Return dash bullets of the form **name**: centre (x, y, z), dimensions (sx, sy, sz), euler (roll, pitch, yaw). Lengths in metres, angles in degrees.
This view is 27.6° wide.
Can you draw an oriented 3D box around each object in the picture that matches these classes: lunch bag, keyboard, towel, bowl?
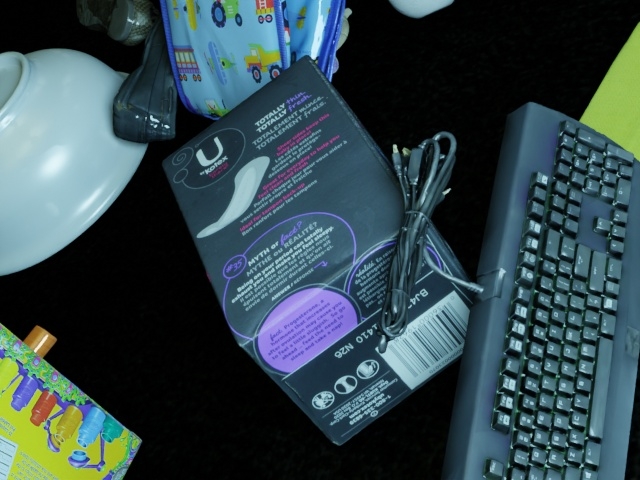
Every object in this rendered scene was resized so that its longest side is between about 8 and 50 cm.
- **lunch bag**: centre (-0.073, -0.237, 1.275), dimensions (0.221, 0.138, 0.293), euler (12, 103, 53)
- **keyboard**: centre (0.128, 0.037, 0.874), dimensions (0.033, 0.201, 0.317), euler (124, 163, -57)
- **towel**: centre (0.247, -0.079, 1.020), dimensions (0.102, 0.021, 0.237), euler (14, 62, 40)
- **bowl**: centre (-0.343, -0.116, 1.463), dimensions (0.297, 0.134, 0.298), euler (-24, 41, 22)

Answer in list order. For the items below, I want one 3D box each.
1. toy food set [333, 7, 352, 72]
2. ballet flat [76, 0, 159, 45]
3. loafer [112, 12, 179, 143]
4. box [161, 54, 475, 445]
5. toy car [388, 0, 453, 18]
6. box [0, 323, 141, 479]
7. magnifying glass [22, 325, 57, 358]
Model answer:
- **toy food set**: centre (-0.012, -0.192, 1.345), dimensions (0.078, 0.019, 0.122), euler (-15, 45, 30)
- **ballet flat**: centre (-0.252, -0.293, 1.626), dimensions (0.250, 0.058, 0.084), euler (40, 119, 57)
- **loafer**: centre (-0.162, -0.185, 1.435), dimensions (0.078, 0.076, 0.223), euler (13, 46, 4)
- **box**: centre (0.000, 0.000, 1.049), dimensions (0.165, 0.143, 0.270), euler (-35, 39, 5)
- **toy car**: centre (0.124, -0.314, 1.271), dimensions (0.182, 0.159, 0.136), euler (-20, 6, 26)
- **box**: centre (-0.346, 0.197, 1.034), dimensions (0.177, 0.290, 0.279), euler (1, 53, 41)
- **magnifying glass**: centre (-0.337, 0.181, 1.262), dimensions (0.092, 0.026, 0.231), euler (19, 69, 49)
